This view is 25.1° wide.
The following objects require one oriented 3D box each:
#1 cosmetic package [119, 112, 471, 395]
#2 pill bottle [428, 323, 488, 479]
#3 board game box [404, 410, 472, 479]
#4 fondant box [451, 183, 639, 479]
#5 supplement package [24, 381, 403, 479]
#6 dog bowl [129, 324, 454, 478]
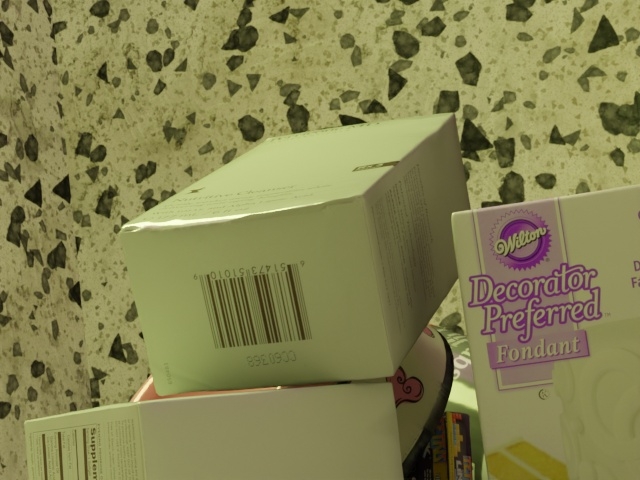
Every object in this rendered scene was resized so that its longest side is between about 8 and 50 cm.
[{"bbox_3d":[0.000,0.000,1.301,0.217,0.156,0.385,-7,14,16],"label":"cosmetic package"},{"bbox_3d":[0.220,0.244,1.913,0.363,0.210,0.210,17,8,36],"label":"pill bottle"},{"bbox_3d":[0.092,0.273,1.522,0.141,0.170,0.048,-11,-18,36],"label":"board game box"},{"bbox_3d":[0.245,0.125,1.152,0.238,0.330,0.096,-9,-8,8],"label":"fondant box"},{"bbox_3d":[-0.070,0.220,1.100,0.145,0.204,0.262,-13,-10,43],"label":"supplement package"},{"bbox_3d":[-0.063,0.188,1.531,0.408,0.150,0.408,-36,19,15],"label":"dog bowl"}]
